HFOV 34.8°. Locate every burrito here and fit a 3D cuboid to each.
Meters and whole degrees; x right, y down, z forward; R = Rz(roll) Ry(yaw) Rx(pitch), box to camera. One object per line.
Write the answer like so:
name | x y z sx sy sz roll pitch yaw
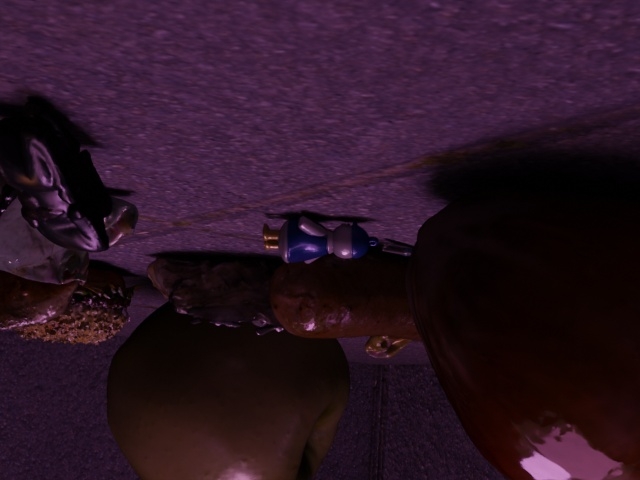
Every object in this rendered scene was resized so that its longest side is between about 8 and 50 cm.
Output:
burrito | -0.305 -0.020 1.112 0.144 0.089 0.229 -44 157 8

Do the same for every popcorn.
popcorn | 0.126 0.146 1.880 0.126 0.126 0.145 -21 153 -4

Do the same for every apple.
apple | -0.179 0.307 1.953 0.474 0.473 0.473 3 170 1

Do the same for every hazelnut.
hazelnut | 0.249 0.092 1.027 0.372 0.315 0.372 34 171 6

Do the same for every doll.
doll | 0.000 0.000 1.259 0.143 0.057 0.098 1 149 7

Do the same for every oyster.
oyster | -0.107 0.086 1.644 0.352 0.114 0.238 9 178 -5

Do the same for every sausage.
sausage | 0.136 0.090 1.501 0.501 0.136 0.123 10 132 -37

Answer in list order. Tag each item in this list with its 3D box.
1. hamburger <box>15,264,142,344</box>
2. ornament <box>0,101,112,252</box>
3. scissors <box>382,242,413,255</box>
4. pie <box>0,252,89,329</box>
hamburger | -0.449 0.114 1.810 0.243 0.138 0.262 2 171 12
ornament | -0.327 -0.053 0.933 0.236 0.080 0.202 -3 151 7
scissors | 0.120 0.015 1.415 0.058 0.014 0.119 -3 172 38
pie | -0.396 0.036 1.320 0.194 0.163 0.079 -9 160 1
